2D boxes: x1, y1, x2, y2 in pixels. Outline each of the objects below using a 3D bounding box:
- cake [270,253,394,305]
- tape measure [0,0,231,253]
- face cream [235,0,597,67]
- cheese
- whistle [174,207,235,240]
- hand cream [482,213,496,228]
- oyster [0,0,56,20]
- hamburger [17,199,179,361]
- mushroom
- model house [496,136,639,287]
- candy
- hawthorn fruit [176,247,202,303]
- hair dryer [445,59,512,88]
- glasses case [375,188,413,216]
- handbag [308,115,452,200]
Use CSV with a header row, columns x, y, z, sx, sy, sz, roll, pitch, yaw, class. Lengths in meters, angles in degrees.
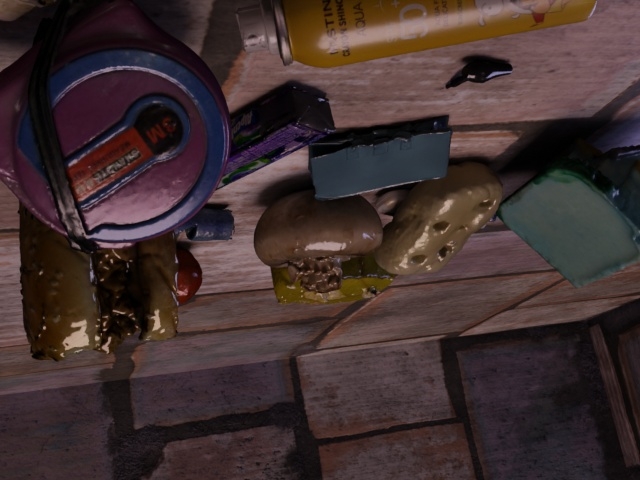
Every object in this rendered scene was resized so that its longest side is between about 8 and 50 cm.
x,y,z,sx,sy,sz,roll,pitch,yaw,class
0.014,0.052,1.689,0.260,0.156,0.179,3,152,-34,cake
-0.215,-0.120,0.839,0.231,0.245,0.149,-34,-153,-3,tape measure
0.089,-0.240,0.829,0.348,0.105,0.105,-10,164,0,face cream
0.216,-0.034,1.502,0.159,0.093,0.263,-1,141,-34,cheese
-0.290,-0.029,1.381,0.304,0.062,0.062,0,160,-32,whistle
0.239,-0.027,1.727,0.271,0.058,0.091,-17,160,39,hand cream
-0.351,-0.213,0.698,0.214,0.083,0.223,-6,-177,15,oyster
-0.287,-0.004,1.074,0.195,0.277,0.318,-4,-173,-19,hamburger
0.000,0.000,1.433,0.226,0.178,0.226,-13,170,-2,mushroom
0.500,-0.098,1.459,0.249,0.230,0.280,-49,-179,-22,model house
-0.122,-0.124,1.161,0.312,0.061,0.088,-21,162,35,candy
-0.288,0.068,1.617,0.128,0.128,0.128,-9,164,-3,hawthorn fruit
0.205,-0.220,1.118,0.079,0.031,0.083,-10,180,-33,hair dryer
0.176,-0.069,1.557,0.164,0.041,0.063,3,156,-35,glasses case
0.091,-0.129,1.293,0.221,0.057,0.144,-9,159,-3,handbag
